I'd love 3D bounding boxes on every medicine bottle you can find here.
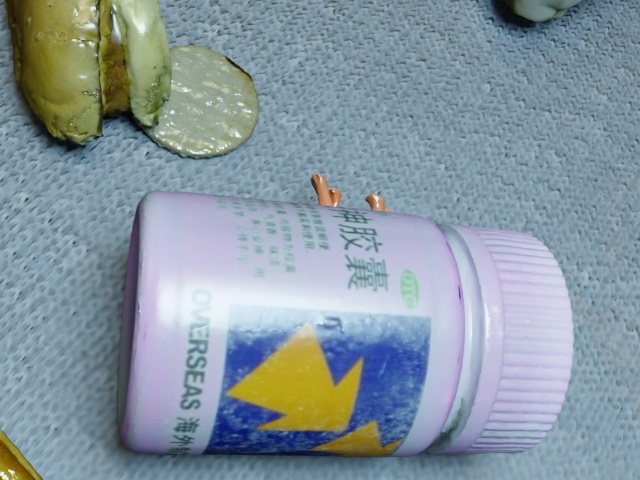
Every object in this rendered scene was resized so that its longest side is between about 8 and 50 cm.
[{"bbox_3d":[0.010,0.064,0.590,0.291,0.178,0.178,6,63,-15],"label":"medicine bottle"}]

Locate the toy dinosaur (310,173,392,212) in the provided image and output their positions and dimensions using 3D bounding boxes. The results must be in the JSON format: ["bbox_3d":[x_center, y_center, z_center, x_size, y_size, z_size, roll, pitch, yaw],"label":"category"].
[{"bbox_3d":[0.002,-0.002,0.691,0.280,0.055,0.101,11,73,-13],"label":"toy dinosaur"}]

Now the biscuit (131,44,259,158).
[{"bbox_3d":[-0.112,-0.125,0.739,0.120,0.015,0.120,7,63,-14],"label":"biscuit"}]

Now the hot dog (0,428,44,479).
[{"bbox_3d":[-0.229,0.160,0.543,0.165,0.045,0.071,44,58,6],"label":"hot dog"}]

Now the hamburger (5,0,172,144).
[{"bbox_3d":[-0.201,-0.208,0.686,0.124,0.131,0.261,-12,64,-18],"label":"hamburger"}]

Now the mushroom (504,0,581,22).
[{"bbox_3d":[0.292,-0.425,0.898,0.313,0.224,0.397,47,61,5],"label":"mushroom"}]
